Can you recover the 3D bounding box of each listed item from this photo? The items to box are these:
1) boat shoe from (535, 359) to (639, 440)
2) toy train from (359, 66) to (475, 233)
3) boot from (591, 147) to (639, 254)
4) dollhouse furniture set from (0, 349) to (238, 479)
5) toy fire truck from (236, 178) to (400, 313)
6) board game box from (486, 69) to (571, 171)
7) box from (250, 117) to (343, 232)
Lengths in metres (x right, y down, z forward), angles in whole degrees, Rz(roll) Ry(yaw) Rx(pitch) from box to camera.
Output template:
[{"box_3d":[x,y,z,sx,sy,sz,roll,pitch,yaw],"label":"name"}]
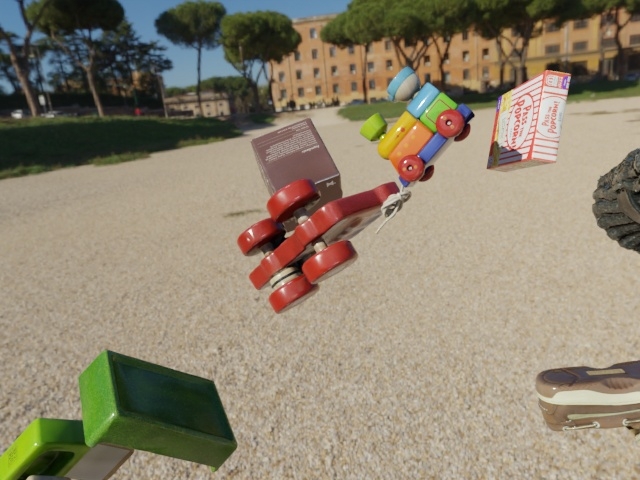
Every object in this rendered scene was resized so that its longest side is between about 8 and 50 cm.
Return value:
[{"box_3d":[0.446,0.229,0.701,0.257,0.095,0.095,-7,8,18],"label":"boat shoe"},{"box_3d":[0.119,-0.148,0.812,0.143,0.248,0.105,45,21,13],"label":"toy train"},{"box_3d":[0.437,-0.024,0.426,0.348,0.131,0.260,28,-3,24],"label":"boot"},{"box_3d":[-0.171,0.282,0.439,0.197,0.151,0.301,-46,43,6],"label":"dollhouse furniture set"},{"box_3d":[0.000,0.000,0.974,0.253,0.169,0.302,-19,-18,-45],"label":"toy fire truck"},{"box_3d":[0.370,-0.206,0.894,0.045,0.147,0.193,8,2,-4],"label":"board game box"},{"box_3d":[-0.058,-0.167,1.264,0.167,0.168,0.203,-22,61,-7],"label":"box"}]
